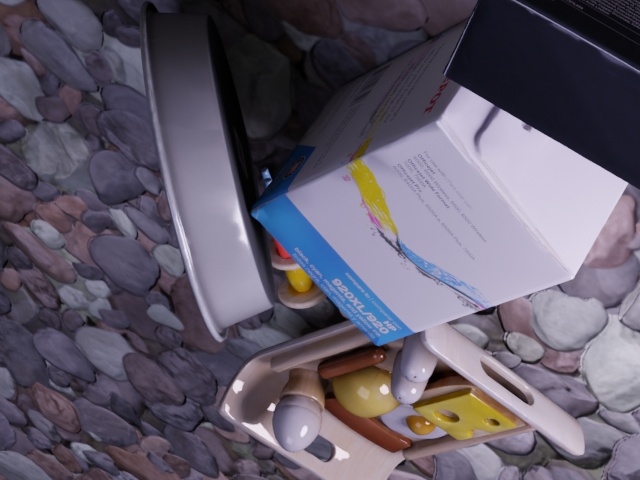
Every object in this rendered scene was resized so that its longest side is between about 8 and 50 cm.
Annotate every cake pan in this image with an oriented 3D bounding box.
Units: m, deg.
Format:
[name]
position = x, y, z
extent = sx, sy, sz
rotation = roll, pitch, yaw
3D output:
[cake pan]
position = -0.092, -0.063, 1.410
extent = 0.054, 0.293, 0.293
rotation = -12, 130, 2

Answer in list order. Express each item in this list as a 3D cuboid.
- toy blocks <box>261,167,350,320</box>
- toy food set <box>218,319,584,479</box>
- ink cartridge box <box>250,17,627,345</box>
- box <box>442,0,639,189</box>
[toy blocks]
position = 0.000, 0.000, 1.557
extent = 0.123, 0.054, 0.148
rotation = 11, 136, 29
[toy food set]
position = 0.074, 0.174, 1.611
extent = 0.220, 0.092, 0.306
rotation = 36, 145, -27
[ink cartridge box]
position = 0.103, -0.052, 1.333
extent = 0.168, 0.171, 0.233
rotation = 48, 141, -16
[box]
position = 0.244, -0.130, 1.139
extent = 0.261, 0.184, 0.103
rotation = 31, 144, 5
